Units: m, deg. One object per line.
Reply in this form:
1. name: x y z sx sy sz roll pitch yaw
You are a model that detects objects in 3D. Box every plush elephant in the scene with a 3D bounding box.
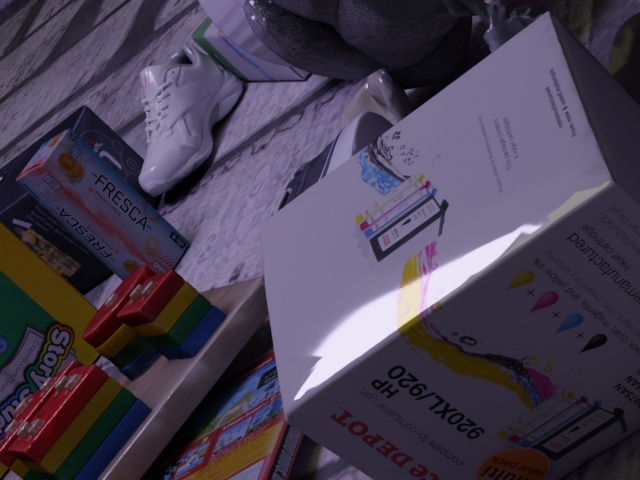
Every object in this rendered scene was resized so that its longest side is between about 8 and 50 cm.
1. plush elephant: 0.060 -0.233 1.480 0.272 0.330 0.255 -48 -2 -10

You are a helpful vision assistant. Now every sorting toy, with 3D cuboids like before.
1. sorting toy: -0.178 0.124 1.406 0.257 0.089 0.255 -52 12 -17

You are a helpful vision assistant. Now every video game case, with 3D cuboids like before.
1. video game case: -0.094 0.193 1.239 0.204 0.025 0.285 -33 20 31

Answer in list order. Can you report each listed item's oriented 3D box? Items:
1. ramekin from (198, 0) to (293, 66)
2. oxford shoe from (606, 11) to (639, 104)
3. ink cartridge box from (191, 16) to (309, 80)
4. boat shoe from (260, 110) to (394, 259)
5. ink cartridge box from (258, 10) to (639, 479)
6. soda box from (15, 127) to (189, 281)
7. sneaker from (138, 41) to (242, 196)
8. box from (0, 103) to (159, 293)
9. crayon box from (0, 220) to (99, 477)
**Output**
1. ramekin: -0.019 -0.309 1.742 0.273 0.273 0.127 -58 11 -29
2. oxford shoe: 0.208 -0.047 1.105 0.076 0.076 0.212 19 73 22
3. ink cartridge box: -0.043 -0.273 1.938 0.154 0.093 0.212 -51 20 -13
4. boat shoe: 0.000 0.000 1.337 0.102 0.108 0.301 -33 21 29
5. ink cartridge box: 0.107 0.026 0.959 0.233 0.171 0.168 -37 36 22
6. soda box: -0.228 -0.030 1.709 0.058 0.183 0.063 -21 30 48
7. sneaker: -0.181 -0.148 1.931 0.090 0.115 0.232 -30 26 35
8. box: -0.340 -0.009 1.938 0.270 0.143 0.165 -33 25 29
9. crayon box: -0.435 0.126 1.627 0.363 0.313 0.106 -52 25 -18
